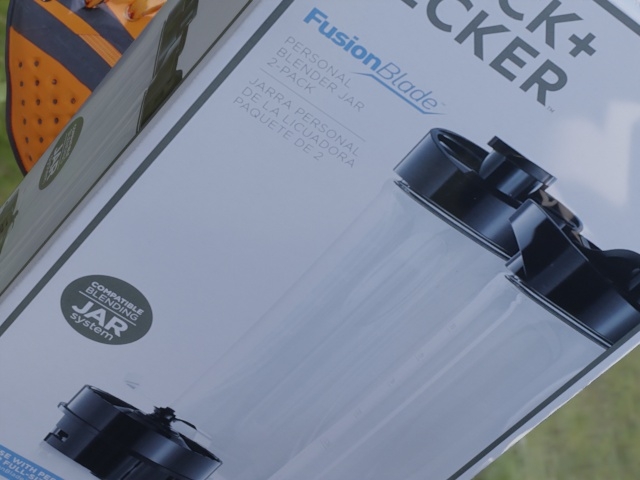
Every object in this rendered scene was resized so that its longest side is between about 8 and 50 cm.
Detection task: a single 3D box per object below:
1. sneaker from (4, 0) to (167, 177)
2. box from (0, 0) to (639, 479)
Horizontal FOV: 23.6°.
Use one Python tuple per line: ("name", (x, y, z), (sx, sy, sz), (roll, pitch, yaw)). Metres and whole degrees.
("sneaker", (-0.024, -0.106, 0.636), (0.321, 0.180, 0.124), (-59, 163, 3))
("box", (0.000, 0.000, 0.503), (0.169, 0.290, 0.087), (34, 32, -20))
